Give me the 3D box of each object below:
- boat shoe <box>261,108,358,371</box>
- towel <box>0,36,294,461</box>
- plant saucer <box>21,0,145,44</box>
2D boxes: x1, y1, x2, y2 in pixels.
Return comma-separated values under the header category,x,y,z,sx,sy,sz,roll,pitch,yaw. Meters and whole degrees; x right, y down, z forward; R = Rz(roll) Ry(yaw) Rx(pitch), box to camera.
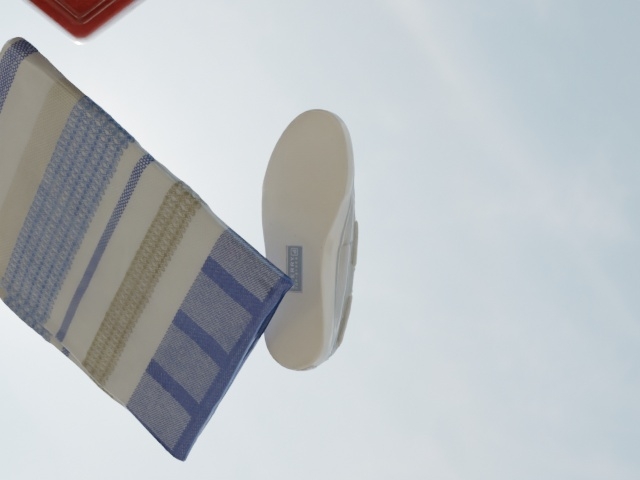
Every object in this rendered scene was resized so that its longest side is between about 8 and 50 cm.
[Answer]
category,x,y,z,sx,sy,sz,roll,pitch,yaw
boat shoe,0.000,0.000,0.880,0.066,0.063,0.184,-1,-89,22
towel,-0.161,0.008,0.907,0.285,0.034,0.209,41,-54,15
plant saucer,-0.164,-0.261,0.831,0.259,0.048,0.258,-30,-46,23
